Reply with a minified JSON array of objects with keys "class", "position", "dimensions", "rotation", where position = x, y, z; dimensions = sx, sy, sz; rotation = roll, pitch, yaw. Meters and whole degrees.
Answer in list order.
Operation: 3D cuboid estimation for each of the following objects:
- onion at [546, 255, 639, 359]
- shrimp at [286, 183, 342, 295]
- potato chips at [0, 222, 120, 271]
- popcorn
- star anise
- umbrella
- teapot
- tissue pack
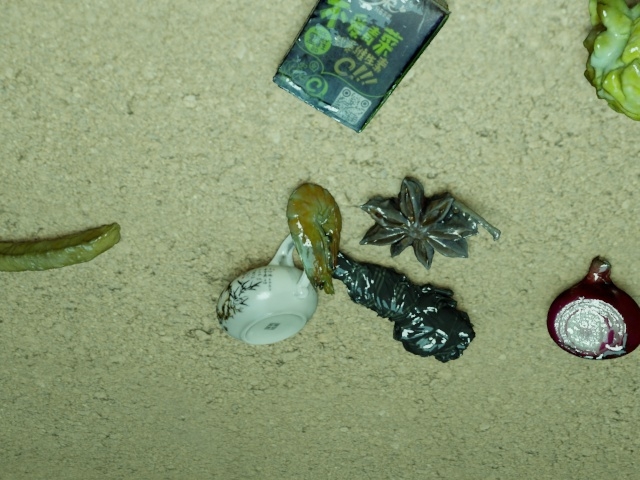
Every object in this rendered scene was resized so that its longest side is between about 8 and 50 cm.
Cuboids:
[{"class":"onion","position":[0.541,0.131,1.145],"dimensions":[0.173,0.135,0.198],"rotation":[9,92,21]},{"class":"shrimp","position":[0.001,0.000,1.080],"dimensions":[0.115,0.051,0.217],"rotation":[-18,100,-25]},{"class":"potato chips","position":[-0.609,0.022,1.216],"dimensions":[0.406,0.080,0.057],"rotation":[-4,139,11]},{"class":"popcorn","position":[0.449,-0.266,0.800],"dimensions":[0.212,0.198,0.198],"rotation":[31,131,15]},{"class":"star anise","position":[0.195,-0.030,1.068],"dimensions":[0.262,0.081,0.230],"rotation":[-4,129,24]},{"class":"umbrella","position":[0.150,0.135,1.193],"dimensions":[0.336,0.128,0.154],"rotation":[22,113,-4]},{"class":"teapot","position":[-0.098,0.110,1.192],"dimensions":[0.208,0.166,0.300],"rotation":[22,121,-33]},{"class":"tissue pack","position":[0.055,-0.294,0.874],"dimensions":[0.173,0.073,0.235],"rotation":[27,127,-15]}]
